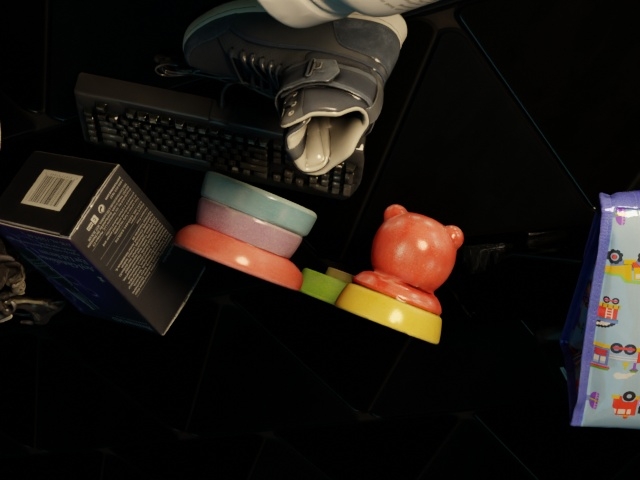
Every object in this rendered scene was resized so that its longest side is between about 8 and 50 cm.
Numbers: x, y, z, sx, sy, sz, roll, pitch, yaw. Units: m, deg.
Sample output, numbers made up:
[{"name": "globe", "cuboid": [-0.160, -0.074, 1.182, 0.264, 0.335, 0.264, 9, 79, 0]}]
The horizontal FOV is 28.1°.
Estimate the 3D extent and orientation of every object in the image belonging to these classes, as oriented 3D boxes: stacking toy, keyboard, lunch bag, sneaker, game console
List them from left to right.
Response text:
[{"name": "keyboard", "cuboid": [-0.107, -0.125, 1.362, 0.317, 0.033, 0.201, 11, 147, 3]}, {"name": "sneaker", "cuboid": [-0.044, -0.143, 1.192, 0.226, 0.163, 0.086, 0, 146, 23]}, {"name": "stacking toy", "cuboid": [0.000, 0.000, 1.463, 0.309, 0.130, 0.279, 21, 178, -4]}, {"name": "game console", "cuboid": [0.291, 0.106, 1.542, 0.213, 0.044, 0.361, -6, 140, 28]}, {"name": "lunch bag", "cuboid": [0.384, 0.057, 1.333, 0.221, 0.138, 0.293, 2, 131, 1]}]

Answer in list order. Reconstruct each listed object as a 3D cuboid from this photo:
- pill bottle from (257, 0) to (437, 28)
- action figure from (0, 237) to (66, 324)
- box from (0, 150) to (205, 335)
[{"name": "pill bottle", "cuboid": [0.079, -0.262, 0.965, 0.283, 0.160, 0.160, -13, 138, 36]}, {"name": "action figure", "cuboid": [-0.415, 0.043, 1.546, 0.141, 0.164, 0.275, -15, 167, 10]}, {"name": "box", "cuboid": [-0.260, 0.004, 1.507, 0.153, 0.108, 0.207, 10, 150, 38]}]
